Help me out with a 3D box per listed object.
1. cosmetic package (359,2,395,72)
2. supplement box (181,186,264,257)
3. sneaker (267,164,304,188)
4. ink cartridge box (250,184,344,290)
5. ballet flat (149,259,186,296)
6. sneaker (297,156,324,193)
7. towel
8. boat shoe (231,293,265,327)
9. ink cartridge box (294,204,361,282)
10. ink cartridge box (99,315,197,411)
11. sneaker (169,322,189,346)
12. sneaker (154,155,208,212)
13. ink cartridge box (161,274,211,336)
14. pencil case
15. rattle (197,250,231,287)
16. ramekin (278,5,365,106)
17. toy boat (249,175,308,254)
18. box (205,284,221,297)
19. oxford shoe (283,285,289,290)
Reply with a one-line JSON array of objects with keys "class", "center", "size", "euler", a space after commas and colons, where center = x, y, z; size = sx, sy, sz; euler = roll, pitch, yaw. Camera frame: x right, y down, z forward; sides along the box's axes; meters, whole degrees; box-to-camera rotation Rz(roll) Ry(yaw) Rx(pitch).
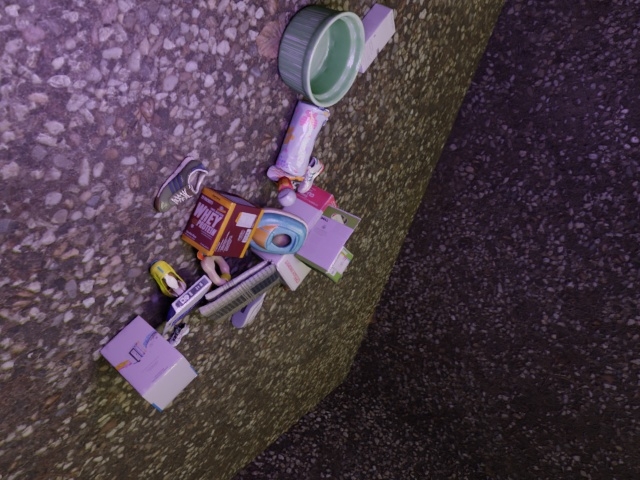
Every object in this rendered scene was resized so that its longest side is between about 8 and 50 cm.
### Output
[{"class": "cosmetic package", "center": [0.185, -0.764, 1.874], "size": [0.231, 0.085, 0.117], "euler": [-53, 156, -9]}, {"class": "supplement box", "center": [-0.324, -0.056, 1.665], "size": [0.191, 0.129, 0.194], "euler": [-64, 155, 8]}, {"class": "sneaker", "center": [-0.138, -0.228, 1.888], "size": [0.083, 0.084, 0.215], "euler": [-56, 156, 17]}, {"class": "ink cartridge box", "center": [-0.090, -0.014, 2.122], "size": [0.384, 0.160, 0.279], "euler": [-52, 154, -15]}, {"class": "ballet flat", "center": [-0.492, 0.145, 1.645], "size": [0.077, 0.077, 0.231], "euler": [-48, 154, -19]}, {"class": "sneaker", "center": [-0.055, -0.272, 2.037], "size": [0.161, 0.057, 0.075], "euler": [-54, 139, -8]}, {"class": "towel", "center": [-0.304, 0.196, 1.891], "size": [0.324, 0.056, 0.312], "euler": [-34, 167, -9]}, {"class": "boat shoe", "center": [-0.298, 0.265, 2.155], "size": [0.258, 0.095, 0.084], "euler": [-54, 162, 16]}, {"class": "ink cartridge box", "center": [0.047, 0.009, 1.972], "size": [0.255, 0.189, 0.097], "euler": [-56, 140, -8]}, {"class": "ink cartridge box", "center": [-0.560, 0.401, 1.624], "size": [0.168, 0.233, 0.171], "euler": [-45, 153, -23]}, {"class": "sneaker", "center": [-0.536, 0.345, 1.847], "size": [0.098, 0.038, 0.069], "euler": [-54, 156, -33]}, {"class": "sneaker", "center": [-0.404, -0.153, 1.456], "size": [0.192, 0.086, 0.064], "euler": [-56, 156, -5]}, {"class": "ink cartridge box", "center": [-0.477, 0.228, 1.714], "size": [0.208, 0.045, 0.206], "euler": [-46, 179, -31]}, {"class": "pencil case", "center": [-0.067, -0.372, 1.808], "size": [0.124, 0.113, 0.273], "euler": [9, 113, -40]}, {"class": "rattle", "center": [-0.424, 0.097, 1.779], "size": [0.200, 0.143, 0.130], "euler": [43, 46, -50]}, {"class": "ramekin", "center": [-0.001, -0.608, 1.621], "size": [0.303, 0.148, 0.303], "euler": [-43, 151, -31]}, {"class": "toy boat", "center": [-0.160, -0.074, 1.815], "size": [0.268, 0.148, 0.318], "euler": [8, 124, -16]}, {"class": "box", "center": [-0.396, 0.192, 1.914], "size": [0.062, 0.052, 0.083], "euler": [-19, 136, -56]}, {"class": "oxford shoe", "center": [-0.117, 0.151, 2.400], "size": [0.212, 0.076, 0.076], "euler": [-51, 125, -12]}]
